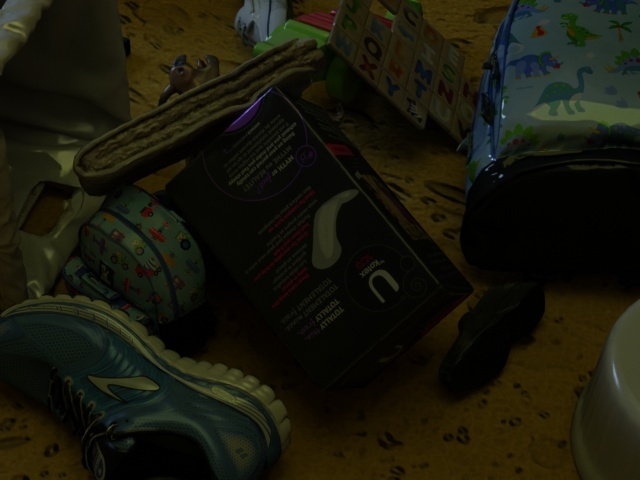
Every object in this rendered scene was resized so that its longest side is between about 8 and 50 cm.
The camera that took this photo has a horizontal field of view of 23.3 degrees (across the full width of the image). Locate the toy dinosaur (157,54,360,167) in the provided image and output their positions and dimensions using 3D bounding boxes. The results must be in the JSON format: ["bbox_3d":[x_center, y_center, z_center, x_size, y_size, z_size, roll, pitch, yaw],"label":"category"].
[{"bbox_3d":[-0.066,-0.077,1.766,0.200,0.127,0.296,-10,50,-13],"label":"toy dinosaur"}]

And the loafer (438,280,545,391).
[{"bbox_3d":[0.172,0.101,1.648,0.061,0.062,0.170,11,37,40],"label":"loafer"}]

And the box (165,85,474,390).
[{"bbox_3d":[0.000,0.000,1.577,0.165,0.143,0.270,-42,74,12],"label":"box"}]

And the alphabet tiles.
[{"bbox_3d":[0.110,-0.217,1.881,0.237,0.009,0.198,40,37,-21],"label":"alphabet tiles"}]

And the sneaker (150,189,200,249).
[{"bbox_3d":[-0.168,-0.005,1.737,0.059,0.053,0.144,-11,38,-15],"label":"sneaker"}]

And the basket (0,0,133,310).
[{"bbox_3d":[-0.387,-0.153,1.680,0.266,0.331,0.328,11,45,11],"label":"basket"}]

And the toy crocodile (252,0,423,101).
[{"bbox_3d":[0.033,-0.239,1.896,0.115,0.105,0.340,25,21,28],"label":"toy crocodile"}]

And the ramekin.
[{"bbox_3d":[0.394,0.168,1.528,0.277,0.135,0.277,1,44,-1],"label":"ramekin"}]

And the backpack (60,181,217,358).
[{"bbox_3d":[-0.191,0.035,1.604,0.117,0.173,0.158,-35,58,-29],"label":"backpack"}]

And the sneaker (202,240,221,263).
[{"bbox_3d":[-0.089,0.020,1.730,0.044,0.040,0.109,-44,61,-5],"label":"sneaker"}]

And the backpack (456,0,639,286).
[{"bbox_3d":[0.306,-0.145,1.787,0.290,0.273,0.355,2,32,8],"label":"backpack"}]

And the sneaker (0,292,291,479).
[{"bbox_3d":[-0.201,0.162,1.511,0.330,0.130,0.147,20,45,16],"label":"sneaker"}]

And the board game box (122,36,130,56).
[{"bbox_3d":[-0.356,-0.247,1.989,0.186,0.026,0.126,23,48,19],"label":"board game box"}]

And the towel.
[{"bbox_3d":[-0.129,-0.125,1.636,0.282,0.187,0.049,-28,88,-8],"label":"towel"}]

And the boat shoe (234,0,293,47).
[{"bbox_3d":[-0.073,-0.275,2.006,0.076,0.083,0.226,-9,33,5],"label":"boat shoe"}]
